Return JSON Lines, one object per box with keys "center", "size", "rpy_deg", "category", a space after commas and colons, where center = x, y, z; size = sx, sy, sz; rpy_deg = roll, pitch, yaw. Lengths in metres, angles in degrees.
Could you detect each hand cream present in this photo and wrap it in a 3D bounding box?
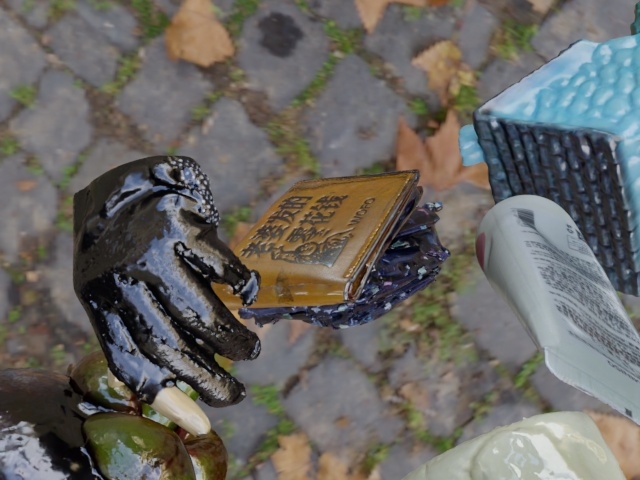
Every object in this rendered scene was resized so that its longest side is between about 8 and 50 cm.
{"center": [0.166, 0.047, 0.962], "size": [0.124, 0.341, 0.078], "rpy_deg": [33, 106, -15], "category": "hand cream"}

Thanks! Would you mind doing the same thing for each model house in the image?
{"center": [0.270, -0.079, 1.395], "size": [0.241, 0.261, 0.226], "rpy_deg": [-12, 44, 10], "category": "model house"}

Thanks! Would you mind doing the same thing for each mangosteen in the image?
{"center": [-0.201, 0.200, 1.093], "size": [0.233, 0.287, 0.288], "rpy_deg": [18, 99, 3], "category": "mangosteen"}

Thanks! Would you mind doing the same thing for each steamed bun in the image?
{"center": [0.170, 0.318, 1.269], "size": [0.272, 0.273, 0.290], "rpy_deg": [-23, 59, -5], "category": "steamed bun"}

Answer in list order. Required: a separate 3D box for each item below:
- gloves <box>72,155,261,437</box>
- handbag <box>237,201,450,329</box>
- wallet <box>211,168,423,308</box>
{"center": [-0.108, 0.045, 0.943], "size": [0.129, 0.106, 0.181], "rpy_deg": [-19, 76, 10], "category": "gloves"}
{"center": [0.028, 0.026, 1.477], "size": [0.162, 0.260, 0.113], "rpy_deg": [-8, 98, 38], "category": "handbag"}
{"center": [-0.002, -0.002, 1.330], "size": [0.161, 0.195, 0.042], "rpy_deg": [-6, 121, 35], "category": "wallet"}
